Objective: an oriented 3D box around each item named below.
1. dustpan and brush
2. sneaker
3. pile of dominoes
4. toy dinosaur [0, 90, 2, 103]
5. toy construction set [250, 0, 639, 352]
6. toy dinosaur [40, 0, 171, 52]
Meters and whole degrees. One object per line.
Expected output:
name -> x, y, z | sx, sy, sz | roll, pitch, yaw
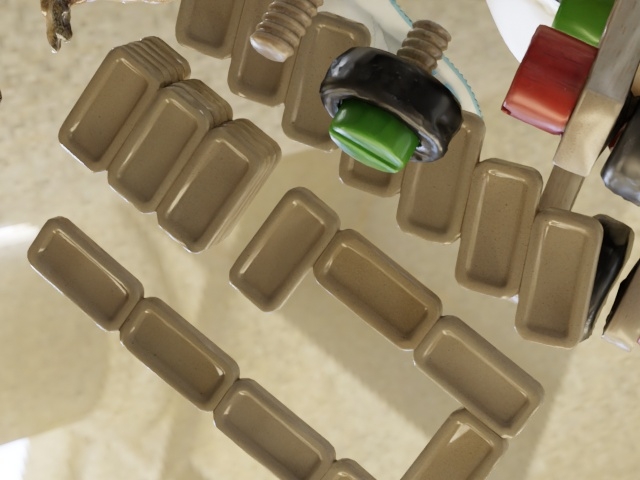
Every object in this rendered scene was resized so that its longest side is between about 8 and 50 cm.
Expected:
dustpan and brush -> 0.205, -0.176, 1.705 | 0.147, 0.060, 0.211 | 48, -19, 39
sneaker -> 0.028, -0.113, 1.269 | 0.092, 0.229, 0.087 | -47, -131, 4
pile of dominoes -> 0.000, 0.000, 0.859 | 0.251, 0.040, 0.196 | 40, -66, 8
toy dinosaur -> -0.204, -0.135, 0.774 | 0.064, 0.118, 0.268 | -5, -48, 12
toy construction set -> 0.188, -0.078, 0.765 | 0.309, 0.257, 0.237 | 20, -108, 32
toy dinosaur -> -0.043, -0.189, 1.058 | 0.296, 0.200, 0.127 | -7, -77, 48
